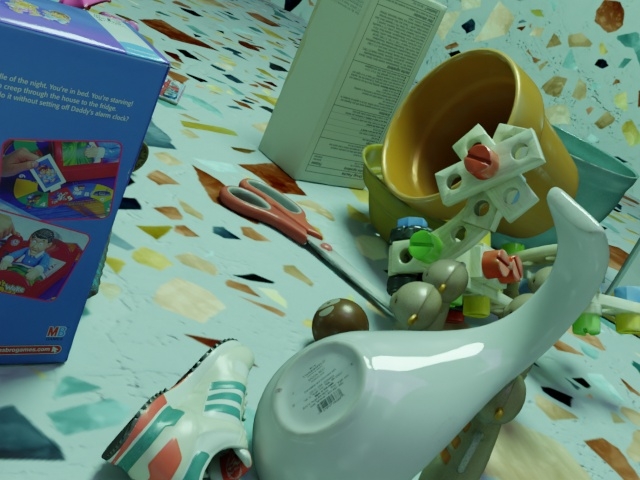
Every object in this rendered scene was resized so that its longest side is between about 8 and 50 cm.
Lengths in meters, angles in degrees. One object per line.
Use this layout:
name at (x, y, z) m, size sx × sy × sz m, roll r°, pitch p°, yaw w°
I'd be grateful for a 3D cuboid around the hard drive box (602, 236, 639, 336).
hard drive box at (0.547, 0.047, 1.147) m, size 0.181 × 0.232 × 0.089 m, roll 30°, pitch 21°, yaw 16°

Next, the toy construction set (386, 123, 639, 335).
toy construction set at (0.198, 0.020, 0.829) m, size 0.215 × 0.151 × 0.327 m, roll -7°, pitch -34°, yaw 35°

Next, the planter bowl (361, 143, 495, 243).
planter bowl at (0.136, -0.039, 1.087) m, size 0.217 × 0.090 × 0.217 m, roll 22°, pitch 26°, yaw -11°

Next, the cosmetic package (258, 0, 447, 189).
cosmetic package at (0.045, -0.243, 1.185) m, size 0.160 × 0.309 × 0.113 m, roll 5°, pitch 28°, yaw -44°

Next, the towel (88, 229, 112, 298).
towel at (-0.315, -0.131, 0.663) m, size 0.370 × 0.040 × 0.271 m, roll 49°, pitch 10°, yaw -24°

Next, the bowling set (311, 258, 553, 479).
bowling set at (0.093, 0.078, 0.670) m, size 0.200 × 0.154 × 0.287 m, roll 29°, pitch 20°, yaw 11°

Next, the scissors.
scissors at (0.000, 0.000, 0.947) m, size 0.297 × 0.021 × 0.109 m, roll 32°, pitch 20°, yaw 23°

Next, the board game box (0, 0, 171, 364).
board game box at (-0.283, -0.043, 0.428) m, size 0.347 × 0.233 × 0.078 m, roll 6°, pitch 27°, yaw -41°

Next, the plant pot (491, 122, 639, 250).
plant pot at (0.339, -0.089, 1.298) m, size 0.293 × 0.196 × 0.293 m, roll 22°, pitch 20°, yaw -9°

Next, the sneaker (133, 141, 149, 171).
sneaker at (-0.293, -0.133, 0.885) m, size 0.192 × 0.064 × 0.086 m, roll 16°, pitch 23°, yaw -39°

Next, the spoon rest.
spoon rest at (0.071, 0.082, 0.524) m, size 0.084 × 0.276 × 0.137 m, roll 49°, pitch 9°, yaw -38°

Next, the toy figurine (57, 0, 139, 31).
toy figurine at (-0.295, -0.248, 1.027) m, size 0.173 × 0.159 × 0.130 m, roll 20°, pitch 21°, yaw -15°

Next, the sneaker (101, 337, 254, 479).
sneaker at (-0.074, 0.125, 0.527) m, size 0.075 × 0.057 × 0.161 m, roll 43°, pitch 22°, yaw 5°

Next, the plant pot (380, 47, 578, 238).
plant pot at (0.211, -0.097, 0.965) m, size 0.188 × 0.205 × 0.205 m, roll 31°, pitch 14°, yaw -34°

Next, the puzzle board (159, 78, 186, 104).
puzzle board at (-0.273, -0.260, 1.293) m, size 0.096 × 0.011 × 0.128 m, roll 21°, pitch 20°, yaw -11°
